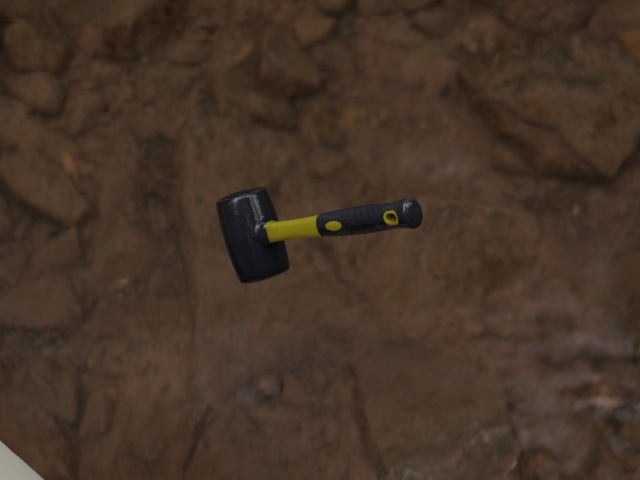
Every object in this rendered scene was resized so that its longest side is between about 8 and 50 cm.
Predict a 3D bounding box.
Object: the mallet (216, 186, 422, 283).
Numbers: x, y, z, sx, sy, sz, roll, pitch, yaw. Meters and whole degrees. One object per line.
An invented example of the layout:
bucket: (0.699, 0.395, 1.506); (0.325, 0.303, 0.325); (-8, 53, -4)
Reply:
mallet: (0.000, 0.000, 0.912); (0.039, 0.189, 0.062); (-21, 106, -35)

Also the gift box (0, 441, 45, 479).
gift box: (-0.325, 0.250, 1.167); (0.258, 0.276, 0.255); (47, 74, -20)
